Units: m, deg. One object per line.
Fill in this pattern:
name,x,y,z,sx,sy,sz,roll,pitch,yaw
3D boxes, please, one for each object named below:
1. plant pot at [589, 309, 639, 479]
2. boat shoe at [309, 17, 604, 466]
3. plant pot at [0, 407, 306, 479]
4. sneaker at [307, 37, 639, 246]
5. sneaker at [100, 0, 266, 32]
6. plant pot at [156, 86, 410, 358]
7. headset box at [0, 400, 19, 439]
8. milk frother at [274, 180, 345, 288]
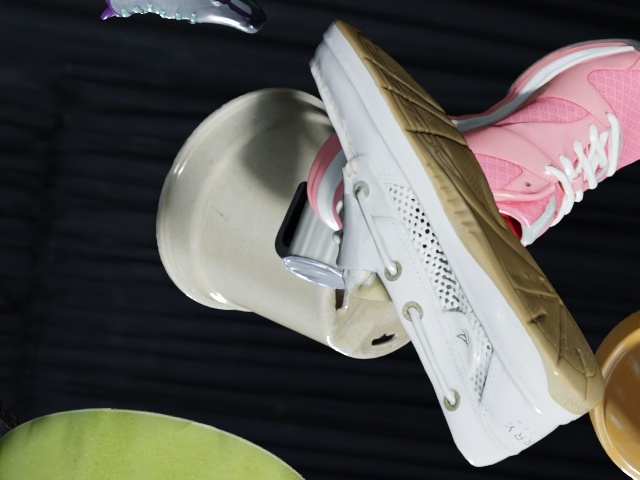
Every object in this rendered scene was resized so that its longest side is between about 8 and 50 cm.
plant pot,0.387,0.182,1.678,0.188,0.205,0.205,-74,176,-77
boat shoe,0.047,-0.003,0.896,0.096,0.098,0.277,-39,-123,21
plant pot,-0.147,0.320,1.186,0.274,0.275,0.293,113,-10,-51
sneaker,0.155,-0.046,1.208,0.136,0.314,0.116,-121,-165,-47
sneaker,-0.169,-0.255,1.675,0.098,0.224,0.083,-59,-170,11
plant pot,0.000,0.000,2.179,0.305,0.334,0.333,33,-63,44
headset box,-0.328,0.179,1.608,0.032,0.062,0.083,-41,-159,-1
milk frother,0.036,-0.009,1.810,0.129,0.143,0.134,-17,-131,66
